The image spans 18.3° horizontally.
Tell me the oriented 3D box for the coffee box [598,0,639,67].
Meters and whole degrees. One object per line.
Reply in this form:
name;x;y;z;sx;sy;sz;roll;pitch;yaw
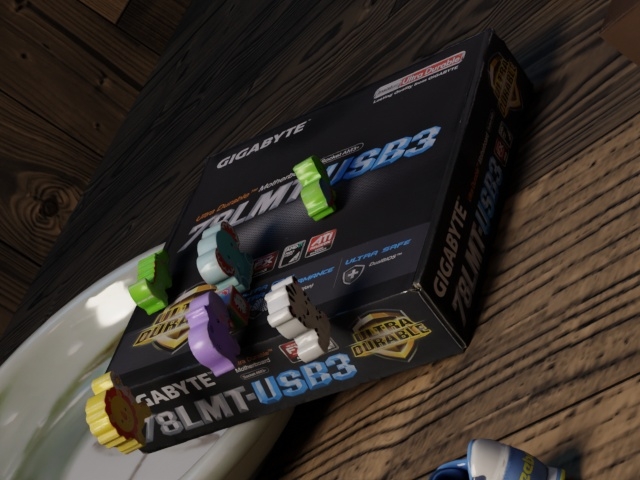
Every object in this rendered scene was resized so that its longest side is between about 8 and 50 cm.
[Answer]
coffee box;0.266;-0.205;1.134;0.141;0.098;0.246;-39;21;50

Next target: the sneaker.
sneaker;0.070;0.152;1.072;0.144;0.059;0.053;-49;16;38

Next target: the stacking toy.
stacking toy;-0.072;0.036;1.370;0.167;0.052;0.221;-28;29;21

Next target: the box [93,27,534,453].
box;0.000;0.000;1.469;0.295;0.073;0.293;-21;33;33

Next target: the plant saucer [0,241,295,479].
plant saucer;-0.144;0.156;1.594;0.400;0.100;0.400;-30;27;17
